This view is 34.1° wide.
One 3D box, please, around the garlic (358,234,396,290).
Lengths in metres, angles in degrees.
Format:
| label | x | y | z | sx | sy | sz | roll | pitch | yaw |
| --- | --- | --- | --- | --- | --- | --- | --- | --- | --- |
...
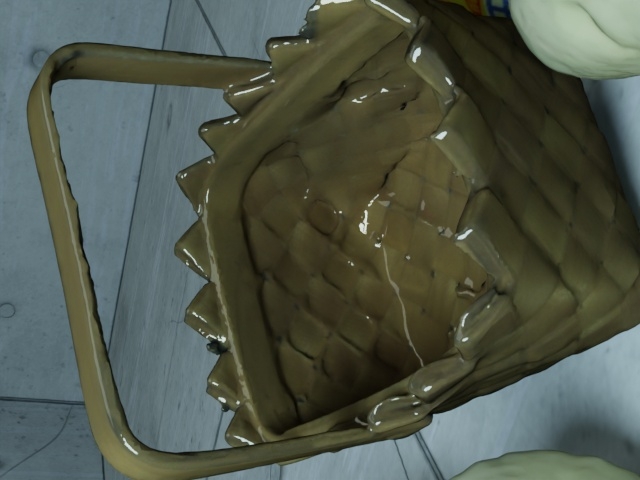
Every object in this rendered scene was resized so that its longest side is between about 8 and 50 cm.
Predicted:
| label | x | y | z | sx | sy | sz | roll | pitch | yaw |
| --- | --- | --- | --- | --- | --- | --- | --- | --- | --- |
| garlic | -0.005 | 0.037 | 0.880 | 0.199 | 0.226 | 0.199 | -173 | 90 | -67 |

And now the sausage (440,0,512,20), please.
| label | x | y | z | sx | sy | sz | roll | pitch | yaw |
| --- | --- | --- | --- | --- | --- | --- | --- | --- | --- |
| sausage | 0.156 | -0.265 | 0.647 | 0.123 | 0.123 | 0.347 | -103 | 27 | -47 |

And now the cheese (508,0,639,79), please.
| label | x | y | z | sx | sy | sz | roll | pitch | yaw |
| --- | --- | --- | --- | --- | --- | --- | --- | --- | --- |
| cheese | 0.207 | -0.147 | 0.426 | 0.328 | 0.130 | 0.351 | -98 | 25 | -43 |

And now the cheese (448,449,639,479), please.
| label | x | y | z | sx | sy | sz | roll | pitch | yaw |
| --- | --- | --- | --- | --- | --- | --- | --- | --- | --- |
| cheese | 0.113 | 0.242 | 0.530 | 0.251 | 0.174 | 0.247 | 109 | 158 | -48 |

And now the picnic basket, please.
| label | x | y | z | sx | sy | sz | roll | pitch | yaw |
| --- | --- | --- | --- | --- | --- | --- | --- | --- | --- |
| picnic basket | 0.000 | 0.000 | 0.629 | 0.291 | 0.321 | 0.254 | -40 | 59 | 49 |
